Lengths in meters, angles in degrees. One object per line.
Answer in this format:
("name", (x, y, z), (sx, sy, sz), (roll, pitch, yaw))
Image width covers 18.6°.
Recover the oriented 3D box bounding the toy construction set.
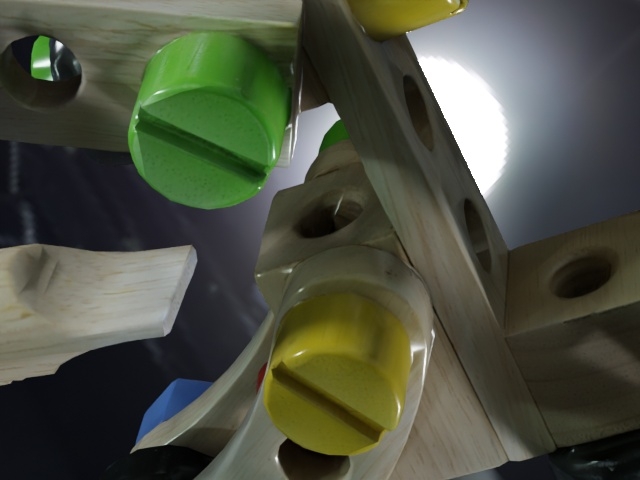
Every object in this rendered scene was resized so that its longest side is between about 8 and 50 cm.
("toy construction set", (0.000, 0.000, 0.474), (0.309, 0.237, 0.257), (-34, -66, -69))
